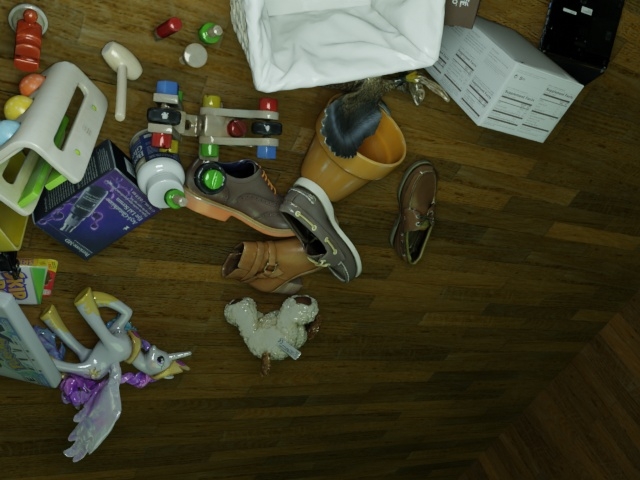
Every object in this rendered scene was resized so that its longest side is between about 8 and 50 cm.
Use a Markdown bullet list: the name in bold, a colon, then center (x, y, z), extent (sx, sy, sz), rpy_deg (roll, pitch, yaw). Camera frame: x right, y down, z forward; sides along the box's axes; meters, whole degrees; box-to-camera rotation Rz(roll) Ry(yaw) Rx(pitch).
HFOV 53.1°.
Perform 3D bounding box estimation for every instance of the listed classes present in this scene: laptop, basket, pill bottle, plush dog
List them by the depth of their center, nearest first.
- **basket**: center (0.015, -0.461, 1.048), extent (0.331, 0.266, 0.328), rpy_deg (-11, 131, -11)
- **pill bottle**: center (-0.325, -0.143, 1.286), extent (0.094, 0.169, 0.094), rpy_deg (-14, 136, -14)
- **laptop**: center (0.570, -0.468, 1.541), extent (0.234, 0.136, 0.264), rpy_deg (3, 104, -30)
- **plush dog**: center (-0.114, 0.260, 1.765), extent (0.262, 0.210, 0.225), rpy_deg (-5, 172, 15)

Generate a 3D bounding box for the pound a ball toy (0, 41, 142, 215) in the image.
- **pound a ball toy**: center (-0.437, -0.221, 1.083), extent (0.208, 0.319, 0.136), rpy_deg (-28, 128, 18)

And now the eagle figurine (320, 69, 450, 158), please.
- **eagle figurine**: center (0.066, -0.309, 1.282), extent (0.298, 0.226, 0.225), rpy_deg (-28, 121, -19)

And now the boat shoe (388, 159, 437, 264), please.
- **boat shoe**: center (0.265, -0.069, 1.709), extent (0.111, 0.104, 0.307), rpy_deg (-12, 136, -16)

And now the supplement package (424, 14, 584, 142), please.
- **supplement package**: center (0.379, -0.355, 1.368), extent (0.204, 0.262, 0.145), rpy_deg (6, 129, -32)

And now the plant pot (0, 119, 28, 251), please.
- **plant pot**: center (-0.661, -0.104, 1.145), extent (0.187, 0.212, 0.212), rpy_deg (-12, 138, 3)

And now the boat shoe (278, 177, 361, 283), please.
- **boat shoe**: center (0.000, 0.000, 1.492), extent (0.096, 0.116, 0.324), rpy_deg (-50, 137, -22)

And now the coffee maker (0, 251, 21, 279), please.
- **coffee maker**: center (-0.710, 0.021, 1.277), extent (0.178, 0.120, 0.171), rpy_deg (-3, 119, -14)

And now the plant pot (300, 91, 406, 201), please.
- **plant pot**: center (0.055, -0.190, 1.431), extent (0.205, 0.205, 0.188), rpy_deg (8, 142, -33)

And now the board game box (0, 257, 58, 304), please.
- **board game box**: center (-0.724, 0.088, 1.415), extent (0.259, 0.039, 0.124), rpy_deg (2, 131, -32)

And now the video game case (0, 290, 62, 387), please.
- **video game case**: center (-0.725, 0.187, 1.330), extent (0.300, 0.036, 0.329), rpy_deg (11, 141, 8)

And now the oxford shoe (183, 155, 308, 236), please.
- **oxford shoe**: center (-0.141, -0.102, 1.459), extent (0.364, 0.130, 0.132), rpy_deg (13, 112, -42)

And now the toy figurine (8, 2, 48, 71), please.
- **toy figurine**: center (-0.558, -0.343, 0.999), extent (0.209, 0.148, 0.213), rpy_deg (-27, 141, 8)

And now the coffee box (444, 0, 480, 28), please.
- **coffee box**: center (0.261, -0.503, 1.170), extent (0.098, 0.246, 0.141), rpy_deg (15, 133, 9)

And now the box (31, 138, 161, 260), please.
- **box**: center (-0.462, -0.081, 1.324), extent (0.207, 0.108, 0.153), rpy_deg (-34, 138, 7)

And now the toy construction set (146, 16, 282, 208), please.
- **toy construction set**: center (-0.240, -0.254, 1.214), extent (0.257, 0.237, 0.309), rpy_deg (-25, 110, -23)

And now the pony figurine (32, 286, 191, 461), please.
- **pony figurine**: center (-0.547, 0.310, 1.581), extent (0.351, 0.303, 0.363), rpy_deg (-41, 122, 2)

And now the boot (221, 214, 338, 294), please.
- **boot**: center (-0.103, 0.021, 1.628), extent (0.220, 0.109, 0.283), rpy_deg (17, 129, -34)
